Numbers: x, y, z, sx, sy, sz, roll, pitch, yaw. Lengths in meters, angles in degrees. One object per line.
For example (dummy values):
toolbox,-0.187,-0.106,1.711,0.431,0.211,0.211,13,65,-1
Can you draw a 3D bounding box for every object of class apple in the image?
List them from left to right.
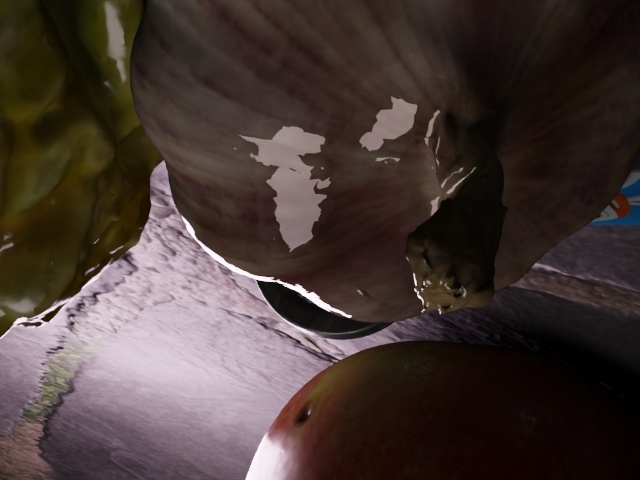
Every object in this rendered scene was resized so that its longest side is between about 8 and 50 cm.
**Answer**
apple,0.106,0.238,1.412,0.348,0.277,0.348,15,159,6

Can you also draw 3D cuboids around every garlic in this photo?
garlic,0.041,-0.053,0.731,0.245,0.253,0.245,-5,122,-7

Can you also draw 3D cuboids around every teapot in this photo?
teapot,0.000,0.011,1.166,0.149,0.111,0.108,7,171,12

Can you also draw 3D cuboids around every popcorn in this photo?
popcorn,-0.197,-0.101,0.846,0.282,0.282,0.247,0,156,37

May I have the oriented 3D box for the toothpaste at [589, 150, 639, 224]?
toothpaste,0.169,-0.043,0.976,0.266,0.050,0.065,1,151,35
